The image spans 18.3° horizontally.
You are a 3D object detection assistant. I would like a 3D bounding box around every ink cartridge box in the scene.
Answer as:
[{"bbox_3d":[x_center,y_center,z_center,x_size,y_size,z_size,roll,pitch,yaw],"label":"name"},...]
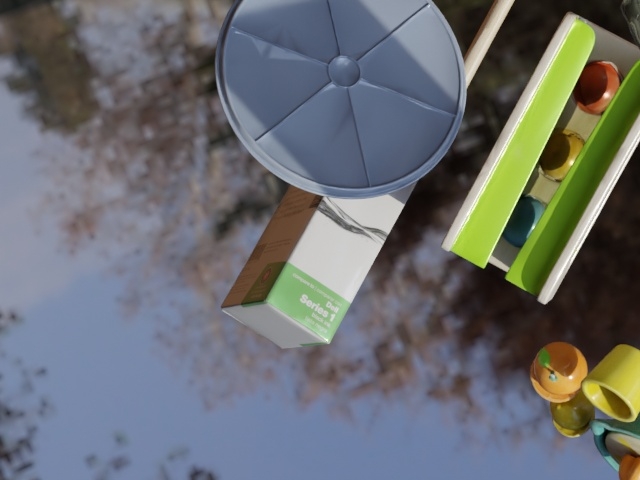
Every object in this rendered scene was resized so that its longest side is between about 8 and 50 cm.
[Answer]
[{"bbox_3d":[0.000,0.000,2.171,0.219,0.092,0.160,-60,-165,-14],"label":"ink cartridge box"}]

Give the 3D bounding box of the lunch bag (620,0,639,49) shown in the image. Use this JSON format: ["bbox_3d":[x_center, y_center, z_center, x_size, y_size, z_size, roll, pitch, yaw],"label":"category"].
[{"bbox_3d":[0.390,-0.139,1.502,0.287,0.169,0.235,26,-159,31],"label":"lunch bag"}]

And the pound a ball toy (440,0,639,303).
[{"bbox_3d":[0.221,-0.125,2.037,0.319,0.208,0.136,-63,172,9],"label":"pound a ball toy"}]

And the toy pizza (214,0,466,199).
[{"bbox_3d":[0.015,-0.126,1.547,0.201,0.201,0.032,-26,173,-19],"label":"toy pizza"}]

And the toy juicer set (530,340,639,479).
[{"bbox_3d":[0.343,0.240,2.228,0.209,0.329,0.089,8,-126,53],"label":"toy juicer set"}]
